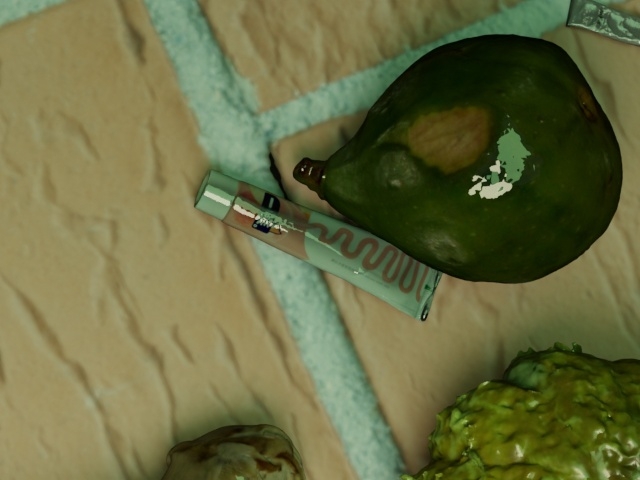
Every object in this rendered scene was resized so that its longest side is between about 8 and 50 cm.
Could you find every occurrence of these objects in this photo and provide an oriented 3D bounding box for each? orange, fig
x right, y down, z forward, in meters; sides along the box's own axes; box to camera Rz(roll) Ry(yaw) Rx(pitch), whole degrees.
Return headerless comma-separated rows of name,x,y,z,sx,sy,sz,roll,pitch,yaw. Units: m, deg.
orange,0.210,0.216,1.453,0.301,0.223,0.300,41,73,-3
fig,0.105,-0.059,1.504,0.245,0.195,0.195,-11,85,23

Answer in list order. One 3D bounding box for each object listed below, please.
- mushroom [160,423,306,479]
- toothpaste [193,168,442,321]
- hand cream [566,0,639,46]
mushroom,-0.180,0.257,1.402,0.397,0.177,0.126,-22,131,-14
toothpaste,0.000,0.000,1.532,0.205,0.036,0.056,23,78,-11
hand cream,0.249,-0.178,1.608,0.093,0.019,0.030,19,79,-6
